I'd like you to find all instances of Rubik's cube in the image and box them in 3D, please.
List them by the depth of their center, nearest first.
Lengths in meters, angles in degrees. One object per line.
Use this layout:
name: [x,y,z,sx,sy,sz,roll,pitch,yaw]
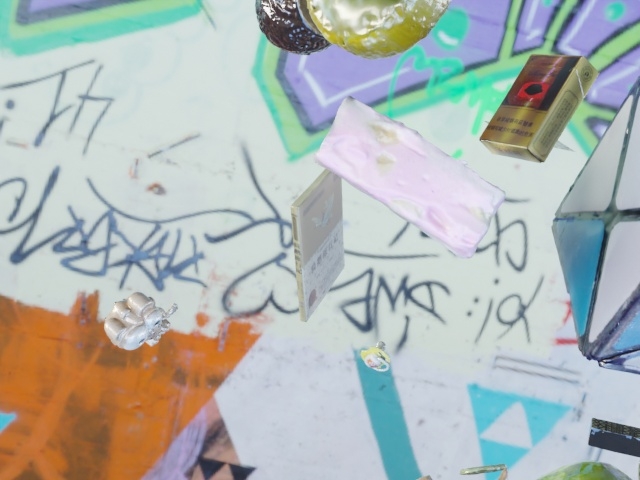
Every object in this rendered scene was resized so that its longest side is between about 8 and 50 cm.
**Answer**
Rubik's cube: [0.512,-0.005,0.916,0.305,0.307,0.310,12,-136,-8]

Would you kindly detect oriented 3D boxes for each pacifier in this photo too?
pacifier: [0.133,0.259,1.606,0.068,0.083,0.064,41,-126,-9]

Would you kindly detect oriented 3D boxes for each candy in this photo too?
candy: [0.126,-0.093,1.014,0.265,0.116,0.155,33,-171,1]
candy: [0.093,-0.408,1.077,0.259,0.260,0.118,25,-171,38]

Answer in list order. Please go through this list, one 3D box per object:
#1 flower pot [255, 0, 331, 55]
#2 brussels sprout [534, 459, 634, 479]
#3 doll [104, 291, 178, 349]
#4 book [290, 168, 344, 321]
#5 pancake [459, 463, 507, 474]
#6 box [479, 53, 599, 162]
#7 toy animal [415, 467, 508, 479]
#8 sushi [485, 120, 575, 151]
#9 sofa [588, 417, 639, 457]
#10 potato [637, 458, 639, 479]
flower pot: [-0.019,-0.631,1.885,0.266,0.267,0.267,10,-172,-22]
brussels sprout: [0.400,0.445,1.045,0.243,0.244,0.244,14,-168,-3]
doll: [-0.466,0.215,1.862,0.119,0.154,0.278,38,179,13]
book: [0.000,0.000,1.573,0.021,0.311,0.217,14,-141,22]
pancake: [0.355,0.502,1.549,0.107,0.017,0.108,-6,156,-3]
box: [0.474,-0.293,1.554,0.071,0.240,0.159,35,175,-31]
toy animal: [0.266,0.507,1.404,0.185,0.104,0.184,3,-146,30]
sushi: [0.574,-0.304,1.932,0.192,0.043,0.279,19,-173,34]
sofa: [0.679,0.452,1.625,0.117,0.060,0.039,9,-150,20]
potato: [0.808,0.580,1.622,0.160,0.272,0.111,-3,154,12]
